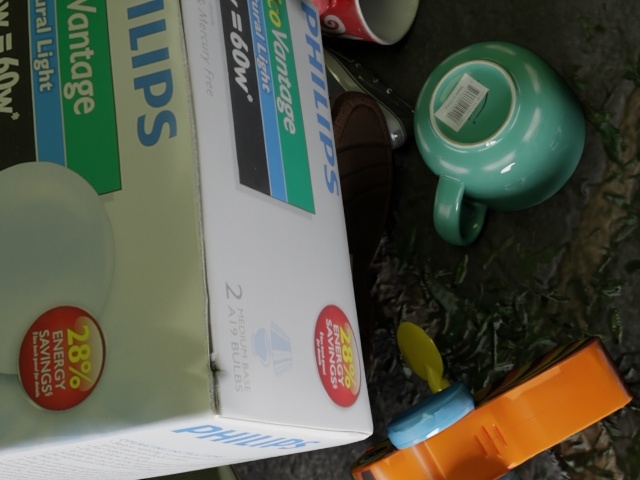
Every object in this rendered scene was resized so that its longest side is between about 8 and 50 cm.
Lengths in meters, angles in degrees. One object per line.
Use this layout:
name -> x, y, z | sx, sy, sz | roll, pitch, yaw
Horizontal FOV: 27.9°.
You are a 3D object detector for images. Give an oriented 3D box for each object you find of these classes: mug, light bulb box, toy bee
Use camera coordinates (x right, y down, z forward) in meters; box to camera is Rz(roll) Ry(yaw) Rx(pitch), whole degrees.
mug -> 0.143, -0.085, 1.054 | 0.129, 0.097, 0.157 | -13, 71, 25
light bulb box -> -0.186, -0.004, 0.953 | 0.361, 0.225, 0.358 | -14, 73, 24
toy bee -> 0.084, 0.159, 1.003 | 0.298, 0.162, 0.195 | -9, 87, -5
mug -> -0.018, -0.240, 1.160 | 0.169, 0.150, 0.113 | 8, 91, 35

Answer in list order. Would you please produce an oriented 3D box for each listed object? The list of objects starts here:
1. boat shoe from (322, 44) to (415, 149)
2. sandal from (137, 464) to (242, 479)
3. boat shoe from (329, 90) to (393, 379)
boat shoe -> 0.039, -0.134, 1.160 | 0.040, 0.049, 0.142 | -32, 58, -17
sandal -> -0.149, 0.174, 1.140 | 0.120, 0.086, 0.303 | -46, 48, 11
boat shoe -> -0.006, 0.000, 1.107 | 0.095, 0.095, 0.257 | 5, 88, 45
